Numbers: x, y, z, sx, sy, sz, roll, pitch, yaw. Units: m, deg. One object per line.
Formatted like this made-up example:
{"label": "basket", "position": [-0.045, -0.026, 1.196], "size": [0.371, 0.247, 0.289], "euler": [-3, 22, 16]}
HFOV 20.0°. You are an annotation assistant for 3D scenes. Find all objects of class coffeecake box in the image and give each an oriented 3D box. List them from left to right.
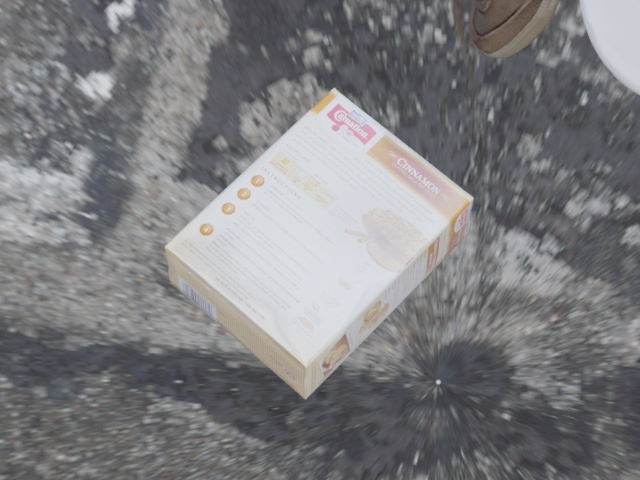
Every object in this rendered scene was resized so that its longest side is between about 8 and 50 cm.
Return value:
{"label": "coffeecake box", "position": [0.000, 0.000, 1.353], "size": [0.142, 0.068, 0.185], "euler": [40, 70, 17]}

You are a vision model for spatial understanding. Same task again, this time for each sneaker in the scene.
{"label": "sneaker", "position": [0.112, -0.177, 1.020], "size": [0.071, 0.188, 0.066], "euler": [12, 53, -15]}

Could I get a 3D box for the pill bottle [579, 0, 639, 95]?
{"label": "pill bottle", "position": [0.229, -0.130, 0.873], "size": [0.118, 0.208, 0.117], "euler": [13, 108, 43]}
